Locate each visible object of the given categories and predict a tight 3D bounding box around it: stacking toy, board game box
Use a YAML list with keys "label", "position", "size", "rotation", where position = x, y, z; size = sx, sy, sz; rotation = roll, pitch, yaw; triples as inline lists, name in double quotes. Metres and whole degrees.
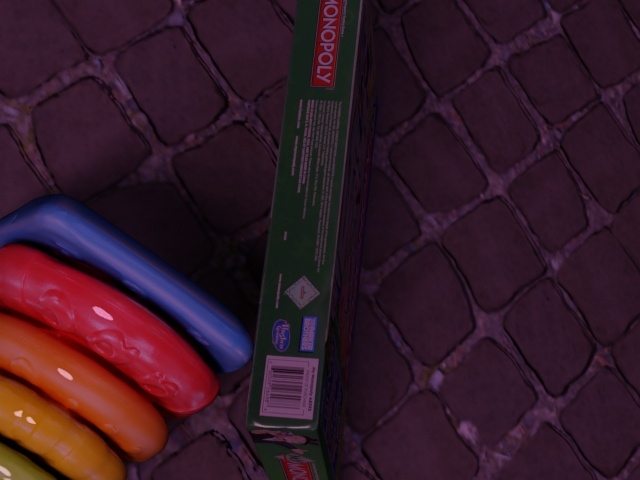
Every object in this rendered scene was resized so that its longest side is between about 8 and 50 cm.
- label: "stacking toy"
  position: [-0.185, 0.136, 0.867]
  size: [0.165, 0.175, 0.302]
  rotation: [38, 70, -18]
- label: "board game box"
  position: [0.000, 0.000, 0.980]
  size: [0.046, 0.213, 0.317]
  rotation: [4, 68, 6]
